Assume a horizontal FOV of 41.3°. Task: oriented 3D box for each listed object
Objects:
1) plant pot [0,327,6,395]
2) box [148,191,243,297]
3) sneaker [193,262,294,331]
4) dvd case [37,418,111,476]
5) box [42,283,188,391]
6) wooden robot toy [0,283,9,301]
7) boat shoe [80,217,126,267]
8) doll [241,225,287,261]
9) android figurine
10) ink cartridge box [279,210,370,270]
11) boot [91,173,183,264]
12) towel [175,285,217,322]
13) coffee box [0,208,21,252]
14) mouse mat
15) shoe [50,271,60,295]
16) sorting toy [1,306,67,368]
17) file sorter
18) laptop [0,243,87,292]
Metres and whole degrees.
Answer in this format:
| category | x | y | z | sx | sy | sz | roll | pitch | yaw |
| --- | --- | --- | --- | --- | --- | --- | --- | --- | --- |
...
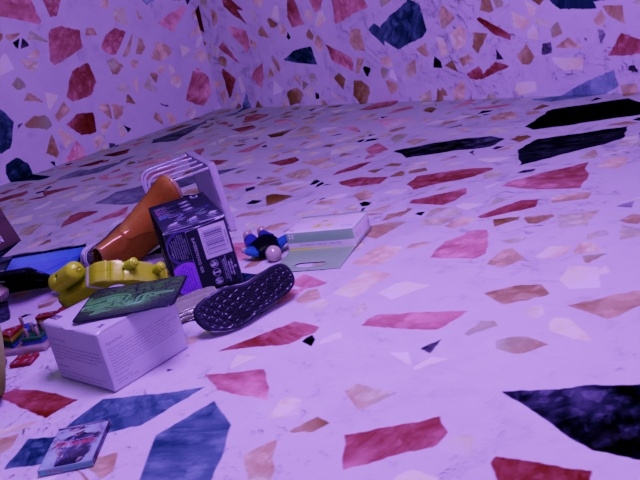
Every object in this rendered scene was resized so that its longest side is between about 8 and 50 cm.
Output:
| category | x | y | z | sx | sy | sz | roll | pitch | yaw |
| --- | --- | --- | --- | --- | --- | --- | --- | --- | --- |
| plant pot | -0.719 | 0.224 | 1.501 | 0.294 | 0.274 | 0.275 | -4 | 12 | -28 |
| box | -0.289 | 0.006 | 1.941 | 0.143 | 0.165 | 0.270 | -18 | 19 | -13 |
| sneaker | -0.152 | 0.122 | 1.682 | 0.235 | 0.084 | 0.097 | -24 | -3 | -32 |
| dvd case | -0.378 | 0.319 | 1.313 | 0.087 | 0.013 | 0.119 | -12 | 17 | 4 |
| box | -0.379 | 0.174 | 1.576 | 0.181 | 0.119 | 0.182 | 4 | 25 | 42 |
| wooden robot toy | -0.782 | 0.174 | 1.989 | 0.079 | 0.076 | 0.173 | 29 | 30 | 10 |
| boat shoe | -0.545 | 0.007 | 2.274 | 0.070 | 0.077 | 0.219 | -3 | 29 | 30 |
| doll | -0.128 | 0.007 | 2.016 | 0.129 | 0.046 | 0.189 | -18 | 18 | -11 |
| android figurine | -0.428 | 0.090 | 1.767 | 0.248 | 0.056 | 0.273 | 11 | -26 | -39 |
| ink cartridge box | 0.000 | 0.000 | 1.938 | 0.171 | 0.056 | 0.235 | -5 | 18 | 23 |
| boot | -0.456 | -0.026 | 2.089 | 0.211 | 0.104 | 0.295 | -34 | -16 | -36 |
| towel | -0.270 | 0.134 | 1.765 | 0.148 | 0.027 | 0.110 | -22 | 19 | -24 |
| coffee box | -0.937 | 0.037 | 2.217 | 0.297 | 0.118 | 0.168 | -29 | 4 | 42 |
| mouse mat | -0.346 | 0.105 | 1.557 | 0.190 | 0.007 | 0.152 | -11 | 18 | 5 |
| shoe | -0.568 | 0.103 | 2.021 | 0.081 | 0.063 | 0.178 | -26 | 27 | -38 |
| sorting toy | -0.623 | 0.196 | 1.799 | 0.132 | 0.046 | 0.274 | -9 | 19 | 12 |
| file sorter | -0.372 | -0.116 | 2.330 | 0.173 | 0.192 | 0.278 | -22 | 20 | -15 |
| laptop | -0.759 | 0.057 | 2.147 | 0.234 | 0.136 | 0.264 | -9 | -17 | 14 |
